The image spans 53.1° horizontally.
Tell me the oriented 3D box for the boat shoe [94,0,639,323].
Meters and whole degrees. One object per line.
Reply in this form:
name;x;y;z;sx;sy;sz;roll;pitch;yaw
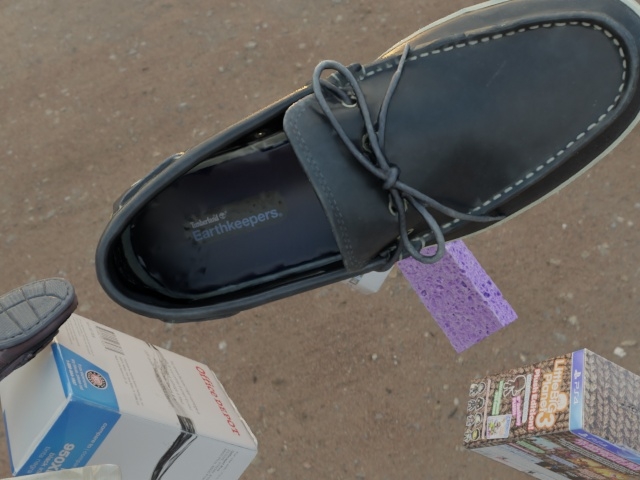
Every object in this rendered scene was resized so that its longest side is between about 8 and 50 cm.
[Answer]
boat shoe;0.035;-0.055;0.529;0.500;0.187;0.156;-21;11;11

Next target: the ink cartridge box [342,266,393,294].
ink cartridge box;0.000;0.000;1.268;0.308;0.385;0.091;27;83;0

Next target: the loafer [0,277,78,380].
loafer;-0.515;0.173;1.009;0.302;0.095;0.109;-37;55;-21

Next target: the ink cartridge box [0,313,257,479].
ink cartridge box;-0.346;0.310;1.162;0.166;0.395;0.285;-54;39;5

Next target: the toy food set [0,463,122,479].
toy food set;-0.379;0.352;0.770;0.220;0.306;0.092;1;51;-29

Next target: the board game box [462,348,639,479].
board game box;0.449;0.334;1.170;0.232;0.291;0.141;27;58;-19

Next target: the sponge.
sponge;0.153;0.038;0.825;0.031;0.117;0.210;-28;77;-27
